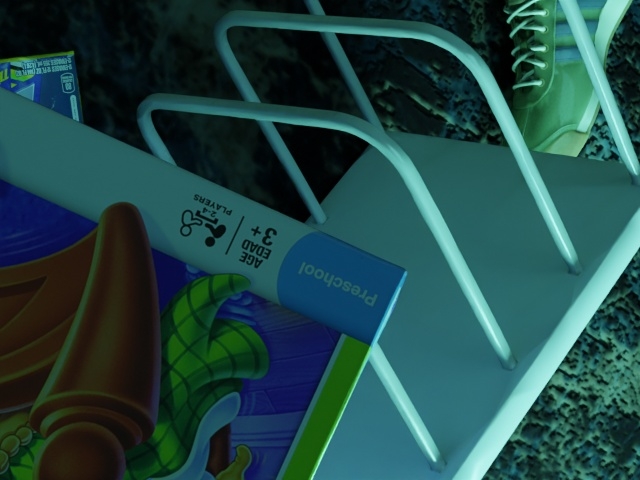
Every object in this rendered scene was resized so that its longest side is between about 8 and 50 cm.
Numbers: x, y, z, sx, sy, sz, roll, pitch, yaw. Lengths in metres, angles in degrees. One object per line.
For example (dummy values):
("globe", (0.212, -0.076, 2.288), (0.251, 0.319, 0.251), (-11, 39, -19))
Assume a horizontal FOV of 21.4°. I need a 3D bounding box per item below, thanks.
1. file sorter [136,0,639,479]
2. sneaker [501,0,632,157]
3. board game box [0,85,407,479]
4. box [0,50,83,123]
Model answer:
("file sorter", (0.000, 0.000, 0.815), (0.277, 0.193, 0.173), (-52, 131, -26))
("sneaker", (0.135, -0.134, 1.032), (0.086, 0.064, 0.192), (33, 70, -28))
("board game box", (-0.174, 0.050, 0.615), (0.347, 0.078, 0.233), (24, 78, 3))
("box", (-0.190, -0.049, 0.753), (0.169, 0.059, 0.054), (-13, 100, -39))
